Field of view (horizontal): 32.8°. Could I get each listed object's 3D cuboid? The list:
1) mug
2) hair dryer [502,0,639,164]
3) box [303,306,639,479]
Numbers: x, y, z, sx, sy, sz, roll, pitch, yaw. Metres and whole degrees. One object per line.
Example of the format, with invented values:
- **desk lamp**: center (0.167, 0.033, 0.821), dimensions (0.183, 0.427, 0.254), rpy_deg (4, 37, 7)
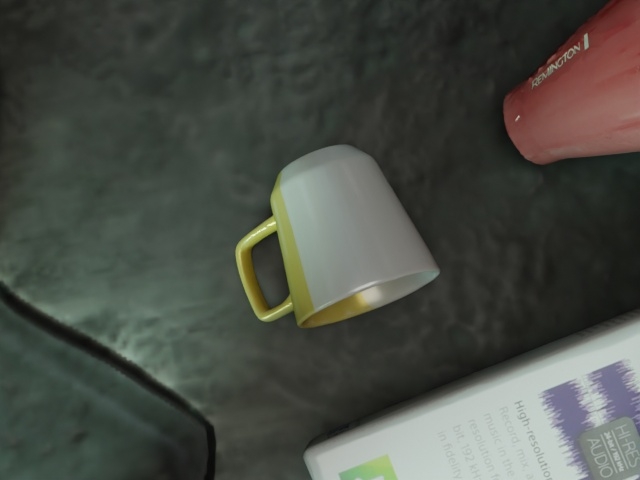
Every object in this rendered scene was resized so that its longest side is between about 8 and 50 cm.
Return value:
- **mug**: center (0.002, -0.001, 0.451), dimensions (0.078, 0.062, 0.064), rpy_deg (-20, 79, -5)
- **hair dryer**: center (0.153, -0.030, 0.343), dimensions (0.080, 0.293, 0.223), rpy_deg (36, 91, -29)
- **box**: center (0.183, 0.131, 0.437), dimensions (0.322, 0.058, 0.232), rpy_deg (-22, 86, 3)
